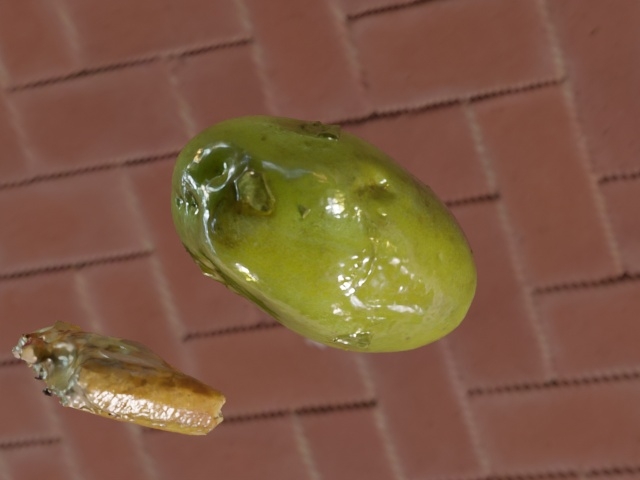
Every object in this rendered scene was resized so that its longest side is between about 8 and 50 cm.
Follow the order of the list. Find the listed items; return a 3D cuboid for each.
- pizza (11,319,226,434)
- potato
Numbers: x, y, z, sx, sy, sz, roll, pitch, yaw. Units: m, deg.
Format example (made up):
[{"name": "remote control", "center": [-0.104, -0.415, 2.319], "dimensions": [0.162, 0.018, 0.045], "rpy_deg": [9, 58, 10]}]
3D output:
[{"name": "pizza", "center": [-0.204, 0.126, 1.912], "dimensions": [0.189, 0.297, 0.071], "rpy_deg": [15, 87, -23]}, {"name": "potato", "center": [0.000, 0.000, 1.497], "dimensions": [0.253, 0.148, 0.186], "rpy_deg": [27, 154, -16]}]
